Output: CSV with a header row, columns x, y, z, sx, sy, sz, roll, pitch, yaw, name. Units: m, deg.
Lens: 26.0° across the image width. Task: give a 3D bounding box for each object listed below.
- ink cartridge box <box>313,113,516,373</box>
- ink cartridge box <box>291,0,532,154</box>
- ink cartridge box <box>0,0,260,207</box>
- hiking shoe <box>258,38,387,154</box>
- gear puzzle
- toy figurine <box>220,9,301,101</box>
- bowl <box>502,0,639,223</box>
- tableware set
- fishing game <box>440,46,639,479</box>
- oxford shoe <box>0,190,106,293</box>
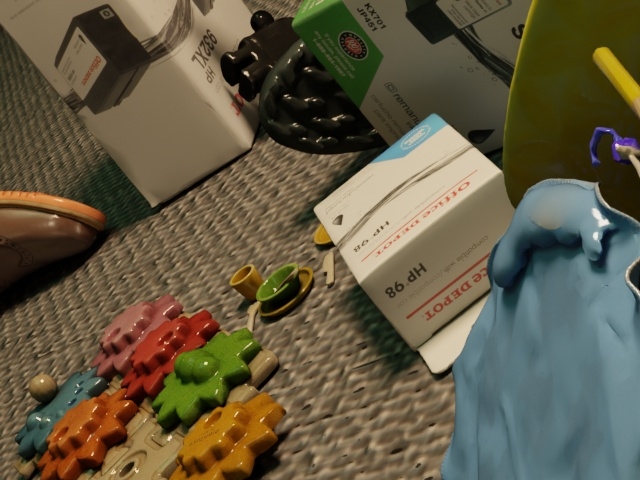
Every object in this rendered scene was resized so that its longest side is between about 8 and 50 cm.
x,y,z,sx,sy,sz,roll,pitch,yaw,name
0.068,-0.004,0.823,0.104,0.060,0.180,-39,21,3,ink cartridge box
0.111,-0.146,0.907,0.208,0.153,0.087,-21,29,42,ink cartridge box
-0.186,-0.223,1.345,0.129,0.307,0.223,-29,23,22,ink cartridge box
0.075,-0.162,1.087,0.304,0.113,0.132,-34,13,-14,hiking shoe
-0.122,0.113,0.929,0.175,0.044,0.339,-45,22,-14,gear puzzle
-0.011,-0.236,1.224,0.148,0.213,0.209,-32,19,-26,toy figurine
0.216,-0.112,0.609,0.156,0.289,0.289,27,60,21,bowl
0.000,0.000,0.981,0.154,0.024,0.104,-34,22,17,tableware set
0.086,0.070,0.505,0.189,0.041,0.264,-108,29,-64,fishing game
-0.364,0.041,1.435,0.364,0.130,0.132,-16,64,34,oxford shoe
